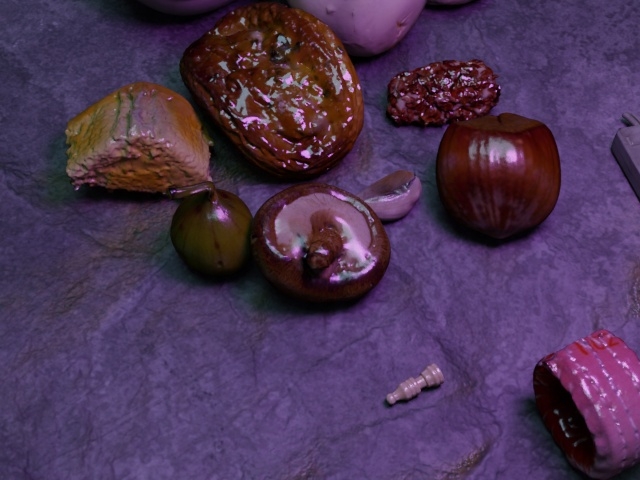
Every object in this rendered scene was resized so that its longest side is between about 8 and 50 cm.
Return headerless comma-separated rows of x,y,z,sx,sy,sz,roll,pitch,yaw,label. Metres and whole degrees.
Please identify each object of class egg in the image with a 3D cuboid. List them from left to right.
0.053,-0.524,1.860,0.283,0.283,0.345,-33,76,-22,egg

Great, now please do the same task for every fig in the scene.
-0.174,-0.035,1.580,0.148,0.186,0.142,6,38,-6,fig

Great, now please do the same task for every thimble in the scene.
0.397,0.237,1.403,0.125,0.163,0.189,-20,71,-15,thimble

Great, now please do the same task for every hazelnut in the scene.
0.299,-0.110,1.658,0.212,0.180,0.181,0,26,-2,hazelnut

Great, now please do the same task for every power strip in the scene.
0.590,-0.123,1.728,0.093,0.053,0.288,-12,56,-9,power strip

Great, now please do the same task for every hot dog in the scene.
-0.091,-0.286,1.763,0.267,0.174,0.387,-33,61,-10,hot dog

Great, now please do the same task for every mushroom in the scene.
-0.005,0.010,1.581,0.231,0.138,0.194,15,40,-13,mushroom

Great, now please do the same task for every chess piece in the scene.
0.140,0.222,1.491,0.092,0.035,0.035,-26,59,-14,chess piece

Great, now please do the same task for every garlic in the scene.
0.115,-0.068,1.684,0.152,0.066,0.084,-33,34,-26,garlic

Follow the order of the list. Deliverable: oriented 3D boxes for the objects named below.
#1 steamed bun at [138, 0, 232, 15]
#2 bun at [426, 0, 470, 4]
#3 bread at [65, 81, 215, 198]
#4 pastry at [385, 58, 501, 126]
-0.250,-0.610,1.915,0.334,0.334,0.374,29,54,19,steamed bun
0.256,-0.582,1.997,0.239,0.141,0.239,0,51,0,bun
-0.307,-0.182,1.702,0.262,0.162,0.204,3,42,-15,bread
0.223,-0.273,1.809,0.209,0.097,0.115,-5,45,-2,pastry
